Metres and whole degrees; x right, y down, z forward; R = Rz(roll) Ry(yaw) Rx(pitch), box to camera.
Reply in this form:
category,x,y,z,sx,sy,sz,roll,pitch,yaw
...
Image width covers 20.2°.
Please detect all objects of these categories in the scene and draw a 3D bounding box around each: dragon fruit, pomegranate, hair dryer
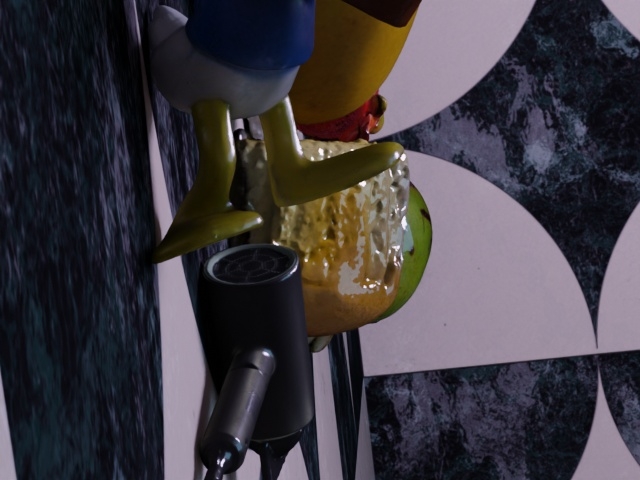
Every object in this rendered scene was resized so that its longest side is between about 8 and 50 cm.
category,x,y,z,sx,sy,sz,roll,pitch,yaw
dragon fruit,0.007,-0.202,2.356,0.133,0.150,0.208,-55,-138,19
pomegranate,0.023,0.018,2.022,0.202,0.202,0.248,-91,-156,-52
hair dryer,-0.060,0.142,1.379,0.248,0.078,0.196,-68,154,-62

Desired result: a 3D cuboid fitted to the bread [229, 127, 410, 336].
category,x,y,z,sx,sy,sz,roll,pitch,yaw
bread,0.000,0.000,1.734,0.262,0.162,0.204,-8,103,-72

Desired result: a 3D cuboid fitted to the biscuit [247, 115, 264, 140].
category,x,y,z,sx,sy,sz,roll,pitch,yaw
biscuit,-0.065,-0.189,1.899,0.141,0.038,0.290,-90,173,-61

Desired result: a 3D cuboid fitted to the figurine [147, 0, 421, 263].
category,x,y,z,sx,sy,sz,roll,pitch,yaw
figurine,-0.043,-0.190,1.158,0.204,0.283,0.338,-26,93,-43

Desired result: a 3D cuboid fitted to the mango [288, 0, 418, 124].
category,x,y,z,sx,sy,sz,roll,pitch,yaw
mango,-0.004,-0.302,1.643,0.300,0.232,0.446,-99,-169,-50
